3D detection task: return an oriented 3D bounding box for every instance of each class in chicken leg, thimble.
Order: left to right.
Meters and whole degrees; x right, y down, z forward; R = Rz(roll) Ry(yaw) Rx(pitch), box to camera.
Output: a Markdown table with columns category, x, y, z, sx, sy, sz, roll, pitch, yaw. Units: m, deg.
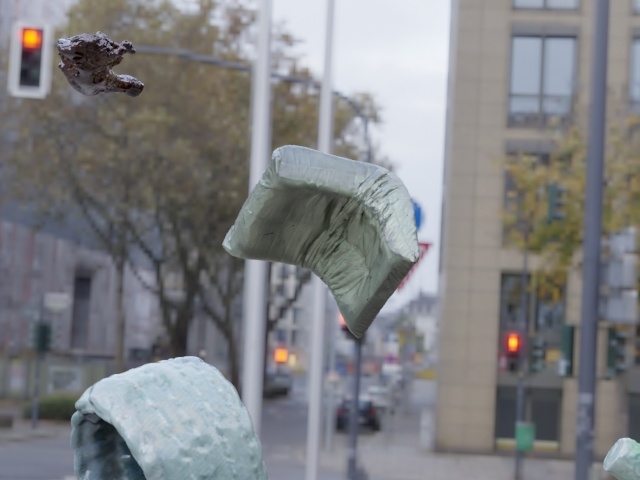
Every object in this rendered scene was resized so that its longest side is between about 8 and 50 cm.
| category | x | y | z | sx | sy | sz | roll | pitch | yaw |
| --- | --- | --- | --- | --- | --- | --- | --- | --- | --- |
| chicken leg | -0.259 | -0.202 | 1.695 | 0.093 | 0.053 | 0.205 | -11 | -5 | -5 |
| thimble | -0.180 | 0.267 | 1.702 | 0.172 | 0.250 | 0.205 | -15 | -12 | -35 |

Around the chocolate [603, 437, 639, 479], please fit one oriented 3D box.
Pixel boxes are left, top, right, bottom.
| category | x | y | z | sx | sy | sz | roll | pitch | yaw |
| --- | --- | --- | --- | --- | --- | --- | --- | --- | --- |
| chocolate | 0.522 | 0.360 | 1.962 | 0.291 | 0.110 | 0.110 | 30 | -5 | 0 |

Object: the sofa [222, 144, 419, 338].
| category | x | y | z | sx | sy | sz | roll | pitch | yaw |
| --- | --- | --- | --- | --- | --- | --- | --- | --- | --- |
| sofa | 0.000 | 0.000 | 2.064 | 0.225 | 0.176 | 0.210 | 14 | -42 | -21 |
